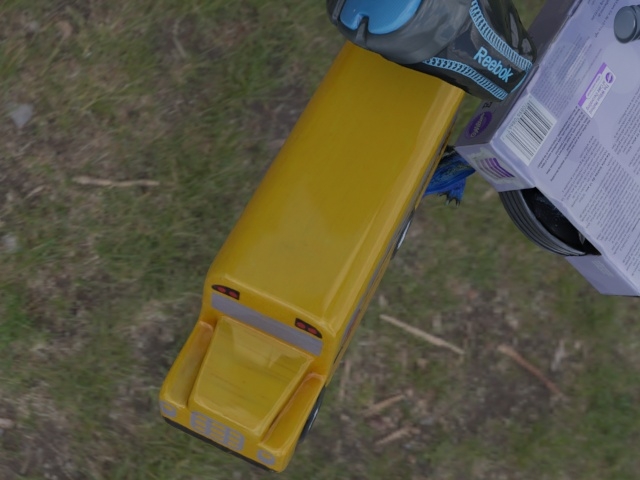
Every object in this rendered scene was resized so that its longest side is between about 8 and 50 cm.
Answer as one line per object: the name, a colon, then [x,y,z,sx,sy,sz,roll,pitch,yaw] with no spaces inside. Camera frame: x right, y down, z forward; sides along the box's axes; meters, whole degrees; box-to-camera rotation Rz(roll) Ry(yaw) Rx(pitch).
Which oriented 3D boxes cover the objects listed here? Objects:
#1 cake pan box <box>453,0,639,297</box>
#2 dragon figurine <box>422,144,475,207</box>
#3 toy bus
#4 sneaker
cake pan box: [0.284,-0.110,1.209,0.246,0.070,0.267,40,71,-22]
dragon figurine: [0.108,-0.079,1.296,0.289,0.144,0.085,-27,76,-8]
toy bus: [0.000,0.000,0.915,0.108,0.130,0.332,25,58,6]
sneaker: [0.049,-0.218,0.932,0.140,0.341,0.125,28,118,-35]
